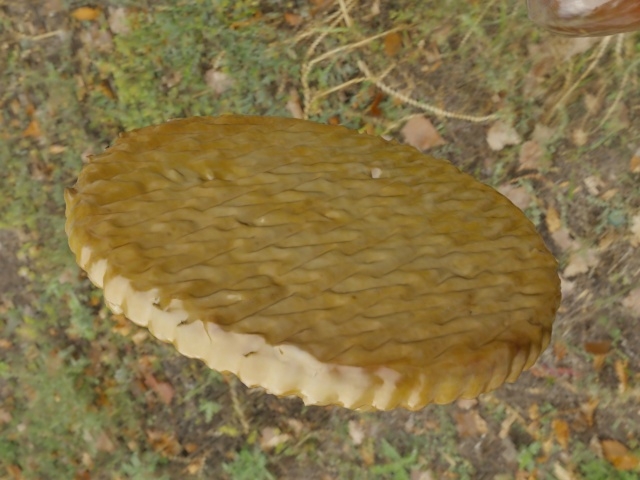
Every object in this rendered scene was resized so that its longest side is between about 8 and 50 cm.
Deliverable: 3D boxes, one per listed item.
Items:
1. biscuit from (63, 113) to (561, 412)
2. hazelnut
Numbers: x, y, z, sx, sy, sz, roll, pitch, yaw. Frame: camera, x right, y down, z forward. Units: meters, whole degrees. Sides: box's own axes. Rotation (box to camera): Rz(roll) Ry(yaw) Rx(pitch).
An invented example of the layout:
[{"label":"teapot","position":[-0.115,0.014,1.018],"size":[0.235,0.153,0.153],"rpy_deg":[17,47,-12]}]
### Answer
[{"label":"biscuit","position":[0.000,0.000,0.497],"size":[0.254,0.254,0.035],"rpy_deg":[29,122,25]},{"label":"hazelnut","position":[0.342,-0.313,1.149],"size":[0.181,0.212,0.181],"rpy_deg":[18,99,-4]}]
